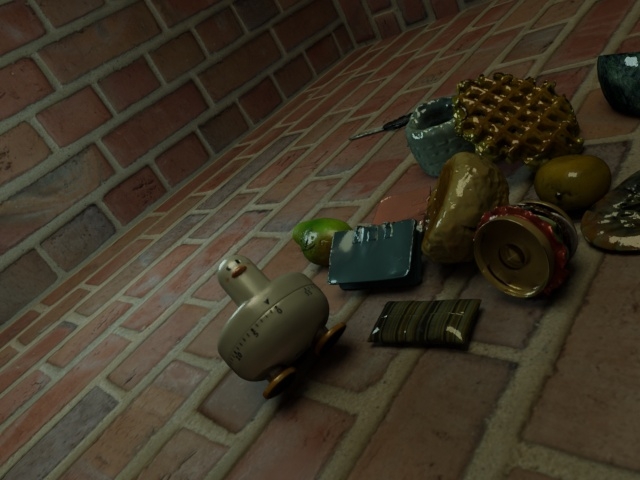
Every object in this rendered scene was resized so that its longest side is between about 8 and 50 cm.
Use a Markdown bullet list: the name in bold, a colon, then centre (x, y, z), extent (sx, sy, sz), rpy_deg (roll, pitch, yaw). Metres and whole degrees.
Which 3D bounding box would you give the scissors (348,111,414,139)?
- **scissors**: centre (0.231, -0.432, 1.989), extent (0.299, 0.022, 0.109), rpy_deg (-10, 28, 36)

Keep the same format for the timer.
- **timer**: centre (-0.104, 0.152, 1.008), extent (0.233, 0.233, 0.240), rpy_deg (-39, 71, -19)

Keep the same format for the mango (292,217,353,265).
- **mango**: centre (0.000, 0.000, 1.340), extent (0.125, 0.111, 0.232), rpy_deg (-35, 25, -29)

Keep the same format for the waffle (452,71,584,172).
- **waffle**: centre (0.467, -0.297, 1.247), extent (0.301, 0.068, 0.325), rpy_deg (-2, 54, -1)

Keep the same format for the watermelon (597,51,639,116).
- **watermelon**: centre (0.788, -0.380, 1.227), extent (0.226, 0.148, 0.318), rpy_deg (-2, 19, 14)

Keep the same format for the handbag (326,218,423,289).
- **handbag**: centre (0.118, 0.032, 1.141), extent (0.221, 0.057, 0.144), rpy_deg (-8, 67, 39)

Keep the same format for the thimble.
- **thimble**: centre (0.351, -0.292, 1.431), extent (0.205, 0.172, 0.250), rpy_deg (-45, 31, -26)

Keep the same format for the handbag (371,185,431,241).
- **handbag**: centre (0.203, -0.042, 1.261), extent (0.157, 0.059, 0.213), rpy_deg (-16, 30, 30)

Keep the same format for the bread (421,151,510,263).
- **bread**: centre (0.293, -0.059, 1.048), extent (0.134, 0.245, 0.244), rpy_deg (17, 34, 0)

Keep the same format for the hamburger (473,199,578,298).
- **hamburger**: centre (0.360, 0.004, 0.897), extent (0.137, 0.175, 0.175), rpy_deg (-32, 22, -36)

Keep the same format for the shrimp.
- **shrimp**: centre (0.604, -0.078, 0.916), extent (0.296, 0.058, 0.169), rpy_deg (-39, 32, -8)

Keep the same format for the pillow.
- **pillow**: centre (0.188, 0.148, 0.953), extent (0.203, 0.038, 0.113), rpy_deg (-8, 33, 39)

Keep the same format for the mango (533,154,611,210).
- **mango**: centre (0.508, -0.124, 1.050), extent (0.137, 0.098, 0.195), rpy_deg (-18, 15, 22)
